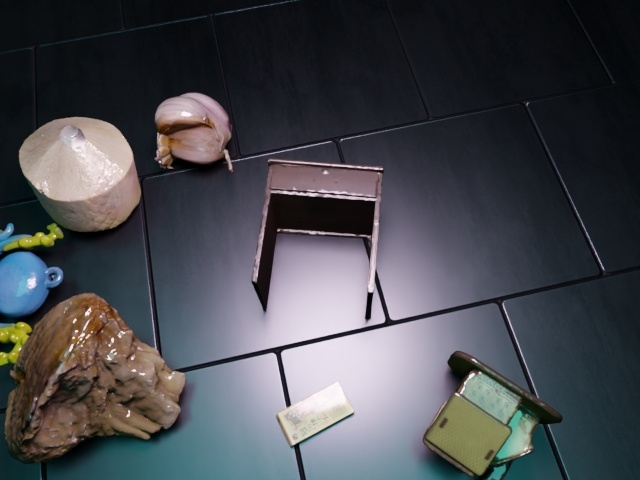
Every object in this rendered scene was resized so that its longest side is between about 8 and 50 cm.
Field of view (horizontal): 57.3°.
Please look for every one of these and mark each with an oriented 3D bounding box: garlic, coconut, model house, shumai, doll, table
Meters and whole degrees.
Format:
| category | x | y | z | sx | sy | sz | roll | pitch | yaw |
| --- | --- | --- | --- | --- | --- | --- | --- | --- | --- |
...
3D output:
| category | x | y | z | sx | sy | sz | roll | pitch | yaw |
| --- | --- | --- | --- | --- | --- | --- | --- | --- | --- |
| garlic | -0.302 | -0.221 | 1.389 | 0.207 | 0.207 | 0.256 | -21 | 65 | -8 |
| coconut | -0.530 | -0.156 | 1.308 | 0.239 | 0.244 | 0.239 | 1 | 58 | -2 |
| model house | 0.271 | 0.378 | 1.091 | 0.218 | 0.205 | 0.278 | 33 | 77 | 16 |
| shumai | -0.438 | 0.279 | 1.161 | 0.217 | 0.283 | 0.345 | 25 | 96 | 53 |
| doll | -0.718 | 0.132 | 1.281 | 0.342 | 0.098 | 0.345 | -17 | 61 | 7 |
| table | 0.000 | 0.000 | 1.261 | 0.251 | 0.196 | 0.281 | 5 | 66 | 3 |

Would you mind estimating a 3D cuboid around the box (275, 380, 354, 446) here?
| category | x | y | z | sx | sy | sz | roll | pitch | yaw |
| --- | --- | --- | --- | --- | --- | --- | --- | --- | --- |
| box | -0.011 | 0.352 | 1.192 | 0.149 | 0.020 | 0.073 | -27 | 68 | -10 |
